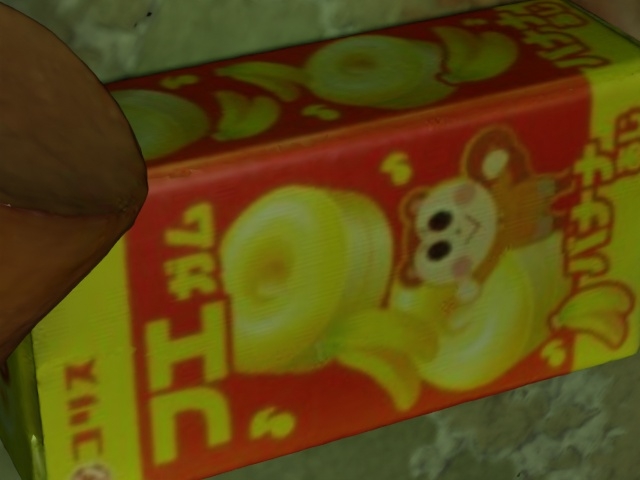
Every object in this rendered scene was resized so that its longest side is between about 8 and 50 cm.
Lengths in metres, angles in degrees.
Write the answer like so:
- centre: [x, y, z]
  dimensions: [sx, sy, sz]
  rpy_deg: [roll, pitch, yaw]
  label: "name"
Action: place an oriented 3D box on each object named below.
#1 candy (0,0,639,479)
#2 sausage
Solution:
- centre: [0.000, 0.000, 0.706]
  dimensions: [0.276, 0.088, 0.146]
  rpy_deg: [-15, 124, -21]
  label: "candy"
- centre: [-0.165, 0.028, 0.582]
  dimensions: [0.113, 0.114, 0.259]
  rpy_deg: [15, 138, -34]
  label: "sausage"
